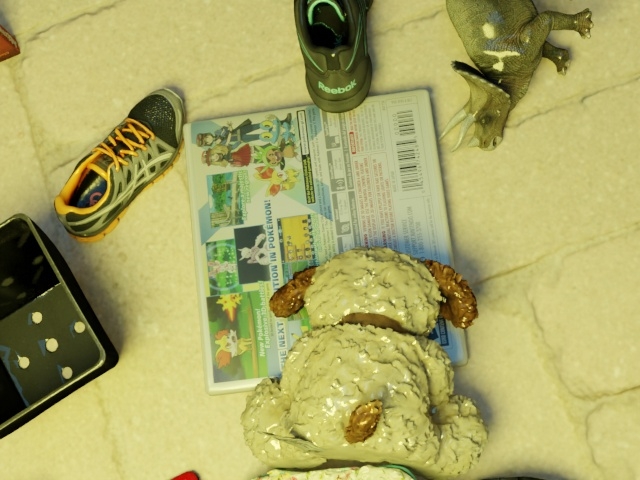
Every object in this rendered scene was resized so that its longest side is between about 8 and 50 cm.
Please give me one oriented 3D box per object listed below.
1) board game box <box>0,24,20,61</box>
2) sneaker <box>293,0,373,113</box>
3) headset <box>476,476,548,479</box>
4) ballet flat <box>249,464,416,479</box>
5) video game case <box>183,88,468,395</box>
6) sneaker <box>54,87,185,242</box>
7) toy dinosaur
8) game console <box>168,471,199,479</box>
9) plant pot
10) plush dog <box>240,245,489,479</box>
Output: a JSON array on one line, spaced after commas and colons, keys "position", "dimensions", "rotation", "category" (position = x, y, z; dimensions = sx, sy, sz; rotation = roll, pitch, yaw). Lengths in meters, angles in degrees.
[{"position": [-0.528, -0.211, 1.066], "dimensions": [0.281, 0.145, 0.027], "rotation": [-23, 79, 2], "category": "board game box"}, {"position": [0.016, -0.286, 1.030], "dimensions": [0.101, 0.106, 0.267], "rotation": [-10, 66, 6], "category": "sneaker"}, {"position": [0.123, 0.378, 0.901], "dimensions": [0.394, 0.185, 0.243], "rotation": [-3, 73, -10], "category": "headset"}, {"position": [-0.008, 0.277, 0.886], "dimensions": [0.241, 0.091, 0.077], "rotation": [-20, 30, 37], "category": "ballet flat"}, {"position": [0.000, 0.000, 1.021], "dimensions": [0.300, 0.036, 0.329], "rotation": [-7, 79, 5], "category": "video game case"}, {"position": [-0.237, -0.094, 1.042], "dimensions": [0.084, 0.083, 0.215], "rotation": [31, 82, 13], "category": "sneaker"}, {"position": [0.210, -0.267, 1.011], "dimensions": [0.160, 0.121, 0.313], "rotation": [-6, 82, -9], "category": "toy dinosaur"}, {"position": [-0.176, 0.353, 0.979], "dimensions": [0.144, 0.085, 0.124], "rotation": [-27, 46, 0], "category": "game console"}, {"position": [-0.329, 0.110, 0.967], "dimensions": [0.187, 0.167, 0.188], "rotation": [-33, 76, -1], "category": "plant pot"}, {"position": [0.045, 0.110, 0.893], "dimensions": [0.263, 0.210, 0.225], "rotation": [2, 63, 6], "category": "plush dog"}]
